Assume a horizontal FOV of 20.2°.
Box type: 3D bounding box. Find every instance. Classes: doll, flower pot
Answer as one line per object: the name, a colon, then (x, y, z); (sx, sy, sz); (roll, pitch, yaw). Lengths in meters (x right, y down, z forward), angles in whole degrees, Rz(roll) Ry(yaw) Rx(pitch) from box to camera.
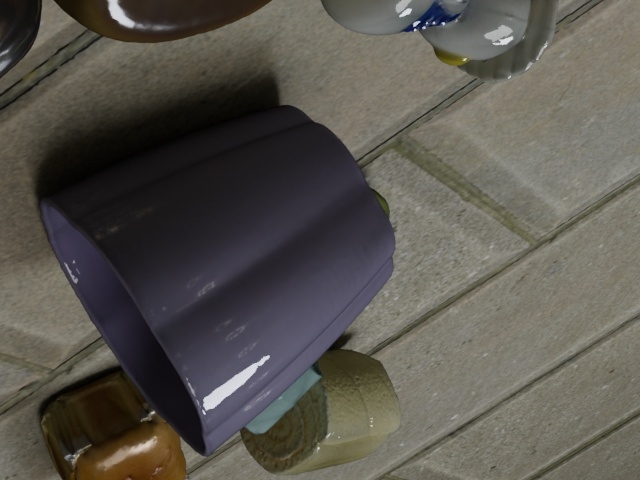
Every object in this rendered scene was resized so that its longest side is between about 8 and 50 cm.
doll: (0.092, -0.199, 1.459); (0.138, 0.119, 0.293); (9, -178, 41)
flower pot: (-0.078, 0.017, 1.579); (0.243, 0.265, 0.265); (-33, 158, -19)

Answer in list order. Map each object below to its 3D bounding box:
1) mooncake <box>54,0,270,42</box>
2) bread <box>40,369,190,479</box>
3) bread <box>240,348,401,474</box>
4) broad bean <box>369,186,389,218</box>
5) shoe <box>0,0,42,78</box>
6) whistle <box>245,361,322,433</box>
mooncake: (-0.093, -0.235, 1.165); (0.235, 0.117, 0.235); (-34, 153, -20)
bread: (-0.224, 0.239, 1.998); (0.136, 0.107, 0.241); (-25, 156, -12)
bread: (-0.003, 0.199, 2.109); (0.148, 0.134, 0.141); (-31, 162, 36)
broad bean: (-0.002, -0.002, 1.795); (0.153, 0.072, 0.206); (-39, 154, -4)
shoe: (-0.336, -0.175, 1.003); (0.384, 0.171, 0.237); (-8, 154, -22)
whistle: (-0.082, 0.113, 1.887); (0.163, 0.163, 0.289); (-28, -169, 0)
